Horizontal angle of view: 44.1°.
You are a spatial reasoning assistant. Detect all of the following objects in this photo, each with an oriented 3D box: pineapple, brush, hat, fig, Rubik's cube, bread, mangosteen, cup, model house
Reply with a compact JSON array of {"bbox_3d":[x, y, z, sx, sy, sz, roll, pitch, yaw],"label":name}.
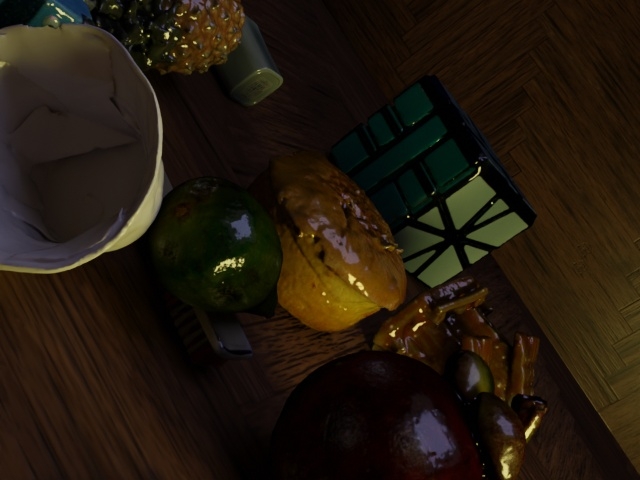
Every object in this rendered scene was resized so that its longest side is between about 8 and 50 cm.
[{"bbox_3d":[-0.218,-0.269,0.987,0.169,0.169,0.340,52,25,-7],"label":"pineapple"},{"bbox_3d":[-0.159,-0.010,0.801,0.060,0.050,0.321,20,36,-57],"label":"brush"},{"bbox_3d":[-0.197,-0.057,0.625,0.203,0.203,0.126,60,-1,18],"label":"hat"},{"bbox_3d":[-0.076,0.019,0.718,0.177,0.117,0.117,42,21,-42],"label":"fig"},{"bbox_3d":[0.230,-0.114,1.637,0.293,0.288,0.283,31,30,-49],"label":"Rubik's cube"},{"bbox_3d":[0.000,0.000,1.047,0.268,0.145,0.268,44,20,-20],"label":"bread"},{"bbox_3d":[0.082,0.192,0.706,0.215,0.257,0.215,61,-9,17],"label":"mangosteen"},{"bbox_3d":[-0.130,-0.308,1.368,0.129,0.095,0.128,64,17,18],"label":"cup"},{"bbox_3d":[0.223,0.186,1.168,0.229,0.219,0.199,48,-2,22],"label":"model house"}]

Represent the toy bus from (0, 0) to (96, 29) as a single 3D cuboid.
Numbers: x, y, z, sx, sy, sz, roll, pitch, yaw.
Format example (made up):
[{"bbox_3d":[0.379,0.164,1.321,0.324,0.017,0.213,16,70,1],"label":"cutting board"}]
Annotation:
[{"bbox_3d":[-0.308,-0.258,0.762,0.133,0.116,0.234,33,25,-49],"label":"toy bus"}]
